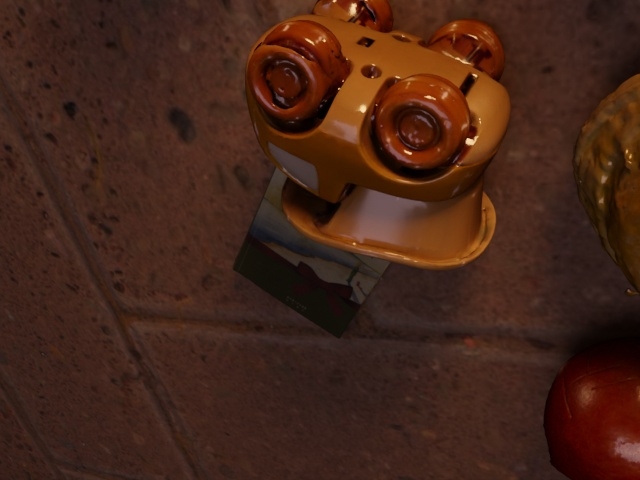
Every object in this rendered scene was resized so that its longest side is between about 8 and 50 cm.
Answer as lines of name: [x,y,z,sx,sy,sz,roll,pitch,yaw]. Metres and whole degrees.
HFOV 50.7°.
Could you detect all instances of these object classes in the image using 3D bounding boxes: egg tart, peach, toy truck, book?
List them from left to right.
book: [0.000,0.000,0.927,0.201,0.026,0.289,33,132,7]
toy truck: [0.063,-0.119,0.690,0.288,0.204,0.211,22,132,13]
peach: [0.347,0.205,0.773,0.197,0.197,0.197,15,128,20]
egg tart: [0.365,-0.009,0.597,0.319,0.128,0.319,28,151,17]
